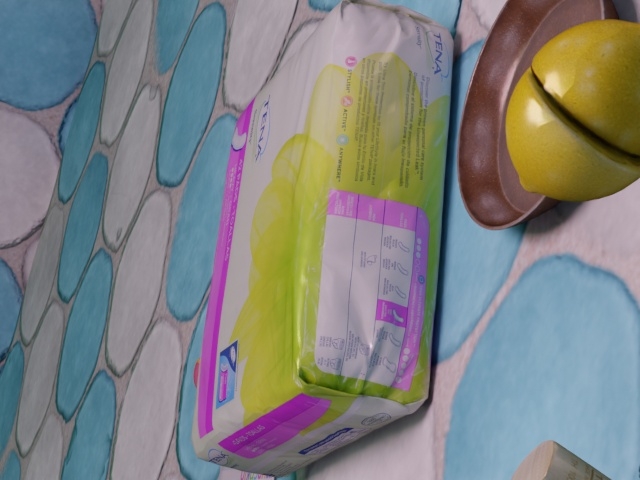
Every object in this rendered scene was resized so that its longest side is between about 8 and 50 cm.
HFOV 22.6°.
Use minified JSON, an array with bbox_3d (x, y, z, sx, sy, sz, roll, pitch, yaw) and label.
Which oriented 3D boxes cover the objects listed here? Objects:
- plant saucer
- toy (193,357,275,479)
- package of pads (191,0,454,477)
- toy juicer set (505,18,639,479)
[{"bbox_3d":[0.132,-0.084,0.948,0.168,0.029,0.168,-166,90,-71],"label":"plant saucer"},{"bbox_3d":[-0.071,0.106,1.328,0.137,0.056,0.237,153,129,-67],"label":"toy"},{"bbox_3d":[0.000,0.000,1.141,0.229,0.101,0.296,141,139,-60],"label":"package of pads"},{"bbox_3d":[0.160,0.009,0.533,0.089,0.209,0.329,160,123,-77],"label":"toy juicer set"}]
